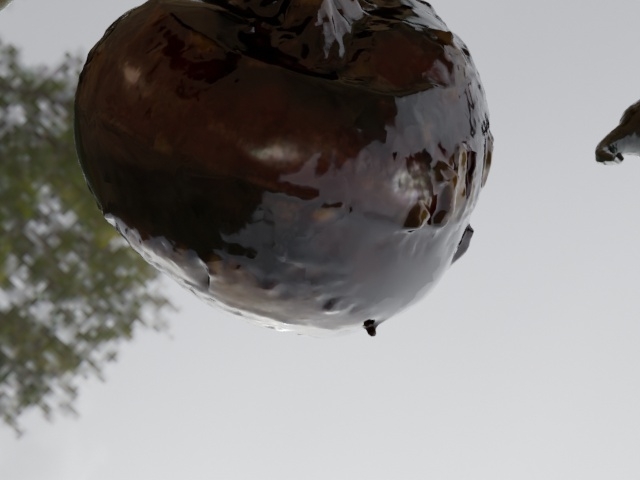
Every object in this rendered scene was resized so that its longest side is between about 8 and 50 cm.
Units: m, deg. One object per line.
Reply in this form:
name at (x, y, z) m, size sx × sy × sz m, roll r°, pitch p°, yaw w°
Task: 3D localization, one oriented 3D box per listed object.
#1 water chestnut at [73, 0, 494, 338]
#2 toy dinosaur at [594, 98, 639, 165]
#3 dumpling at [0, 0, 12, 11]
water chestnut at (-0.018, -0.089, 1.038) m, size 0.300 × 0.300 × 0.300 m, roll -34°, pitch -154°, yaw 19°
toy dinosaur at (0.336, -0.126, 1.514) m, size 0.187 × 0.179 × 0.087 m, roll -33°, pitch -110°, yaw 5°
dumpling at (-0.390, -0.279, 1.699) m, size 0.252 × 0.131 × 0.179 m, roll -6°, pitch -132°, yaw -3°
